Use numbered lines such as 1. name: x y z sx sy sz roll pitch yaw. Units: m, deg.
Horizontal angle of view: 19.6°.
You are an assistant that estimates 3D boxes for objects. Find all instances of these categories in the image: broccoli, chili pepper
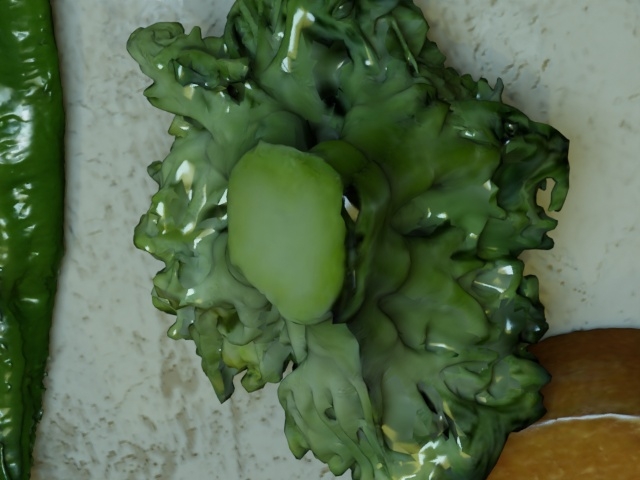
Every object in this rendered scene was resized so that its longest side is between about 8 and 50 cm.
1. broccoli: 0.000 0.000 0.953 0.288 0.245 0.248 46 107 13
2. chili pepper: -0.176 -0.014 1.053 0.085 0.076 0.359 1 101 30

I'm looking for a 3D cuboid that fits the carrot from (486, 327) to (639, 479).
1. carrot: 0.160 0.189 1.079 0.307 0.100 0.258 -20 103 16
